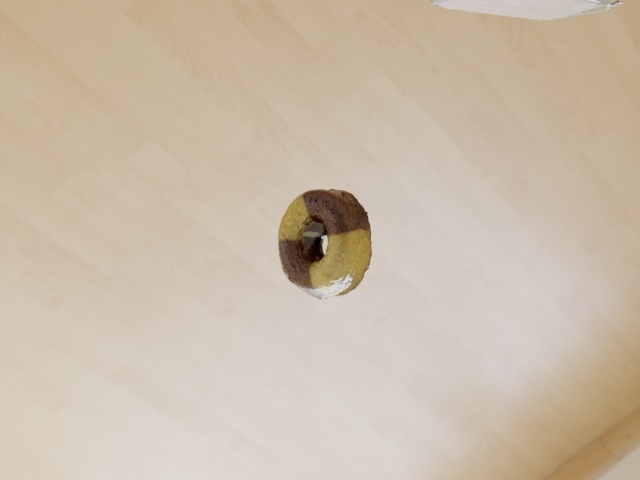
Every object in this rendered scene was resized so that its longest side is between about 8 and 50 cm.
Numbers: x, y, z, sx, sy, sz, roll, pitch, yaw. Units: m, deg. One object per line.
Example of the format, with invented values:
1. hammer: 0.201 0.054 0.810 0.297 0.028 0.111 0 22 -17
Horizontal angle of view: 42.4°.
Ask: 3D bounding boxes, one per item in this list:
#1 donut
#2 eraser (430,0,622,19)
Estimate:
1. donut: 0.000 0.000 1.325 0.166 0.184 0.073 -5 167 32
2. eraser: 0.124 -0.271 0.441 0.086 0.130 0.287 5 101 -6
